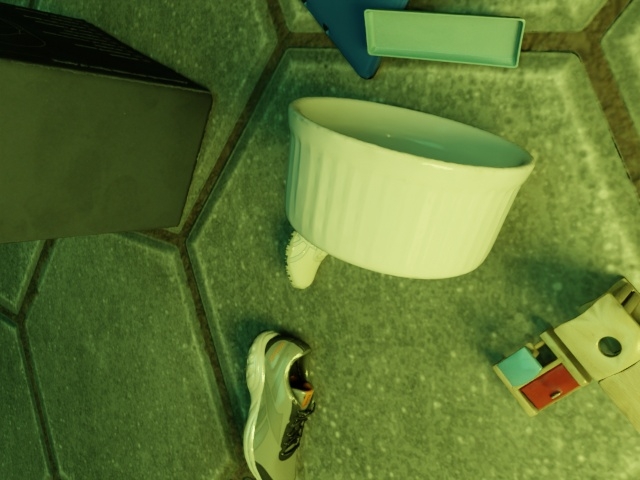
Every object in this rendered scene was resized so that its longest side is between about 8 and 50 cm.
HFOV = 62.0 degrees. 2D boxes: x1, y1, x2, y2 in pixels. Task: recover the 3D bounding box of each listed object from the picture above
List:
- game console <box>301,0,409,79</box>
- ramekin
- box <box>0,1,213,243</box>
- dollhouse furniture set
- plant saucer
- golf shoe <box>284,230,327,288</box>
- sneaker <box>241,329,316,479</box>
[{"bbox_3d":[0.082,-0.429,0.742,0.250,0.173,0.293,-34,73,2],"label":"game console"},{"bbox_3d":[0.089,-0.068,0.624,0.277,0.277,0.135,27,118,32],"label":"ramekin"},{"bbox_3d":[-0.544,-0.235,0.945,0.472,0.480,0.297,32,114,31],"label":"box"},{"bbox_3d":[0.288,0.152,0.576,0.183,0.129,0.129,-46,68,29],"label":"dollhouse furniture set"},{"bbox_3d":[0.150,-0.255,0.661,0.192,0.067,0.018,11,57,18],"label":"plant saucer"},{"bbox_3d":[0.000,0.000,0.820,0.086,0.069,0.176,19,107,28],"label":"golf shoe"},{"bbox_3d":[-0.061,0.287,0.872,0.108,0.100,0.271,2,95,31],"label":"sneaker"}]
